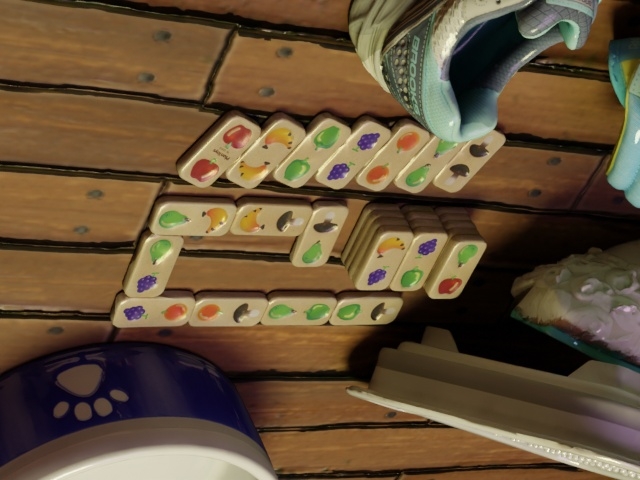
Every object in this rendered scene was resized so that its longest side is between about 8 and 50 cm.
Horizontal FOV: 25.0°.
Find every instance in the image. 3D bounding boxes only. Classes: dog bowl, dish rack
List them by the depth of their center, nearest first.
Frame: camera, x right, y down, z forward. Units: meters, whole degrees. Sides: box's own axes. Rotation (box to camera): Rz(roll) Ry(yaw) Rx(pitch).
[{"bbox_3d":[-0.165,0.201,1.073,0.264,0.104,0.265,-16,139,-14],"label":"dog bowl"},{"bbox_3d":[0.216,0.145,1.138,0.332,0.285,0.072,24,79,-41],"label":"dish rack"}]

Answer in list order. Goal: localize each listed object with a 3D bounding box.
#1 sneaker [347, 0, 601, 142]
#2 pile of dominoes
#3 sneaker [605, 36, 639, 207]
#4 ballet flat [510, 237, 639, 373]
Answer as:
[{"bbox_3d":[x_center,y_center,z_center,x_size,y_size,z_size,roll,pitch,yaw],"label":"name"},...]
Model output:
[{"bbox_3d":[0.134,-0.174,0.825,0.110,0.122,0.283,10,128,-36],"label":"sneaker"},{"bbox_3d":[0.000,0.000,1.001,0.251,0.040,0.196,1,133,-30],"label":"pile of dominoes"},{"bbox_3d":[0.310,-0.116,0.934,0.319,0.208,0.127,-53,177,23],"label":"sneaker"},{"bbox_3d":[0.296,0.064,1.186,0.147,0.147,0.409,-43,140,18],"label":"ballet flat"}]
